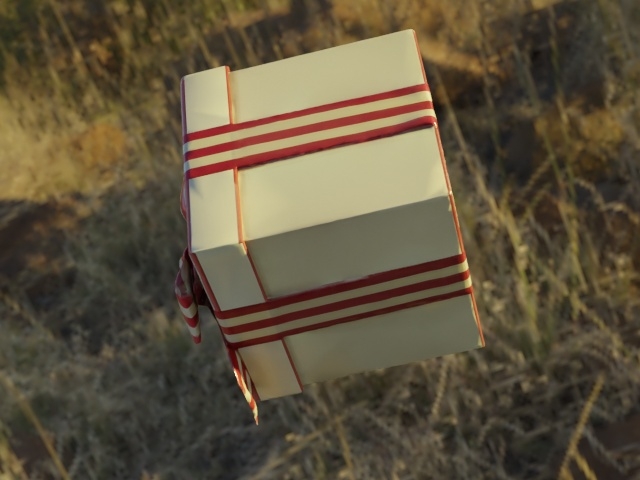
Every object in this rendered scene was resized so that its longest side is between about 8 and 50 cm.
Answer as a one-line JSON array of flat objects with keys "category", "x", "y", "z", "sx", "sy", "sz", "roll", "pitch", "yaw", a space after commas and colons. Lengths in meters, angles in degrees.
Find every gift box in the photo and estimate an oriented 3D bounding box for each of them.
[{"category": "gift box", "x": 0.000, "y": 0.000, "z": 1.269, "sx": 0.258, "sy": 0.276, "sz": 0.255, "roll": -12, "pitch": 43, "yaw": 5}]
